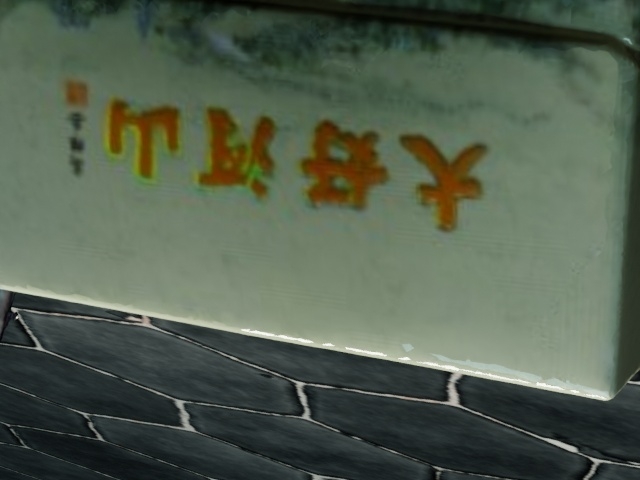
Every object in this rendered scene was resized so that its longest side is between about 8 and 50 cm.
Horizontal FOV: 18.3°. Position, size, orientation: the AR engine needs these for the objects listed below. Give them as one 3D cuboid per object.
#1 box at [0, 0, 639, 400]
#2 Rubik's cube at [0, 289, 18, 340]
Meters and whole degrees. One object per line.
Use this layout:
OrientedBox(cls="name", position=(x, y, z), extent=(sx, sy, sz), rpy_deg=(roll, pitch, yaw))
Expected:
OrientedBox(cls="box", position=(0.003, -0.107, 0.431), extent=(0.164, 0.257, 0.069), rpy_deg=(9, -162, 24))
OrientedBox(cls="Rubik's cube", position=(-0.449, 0.078, 1.290), extent=(0.358, 0.362, 0.363), rpy_deg=(28, 161, -32))
